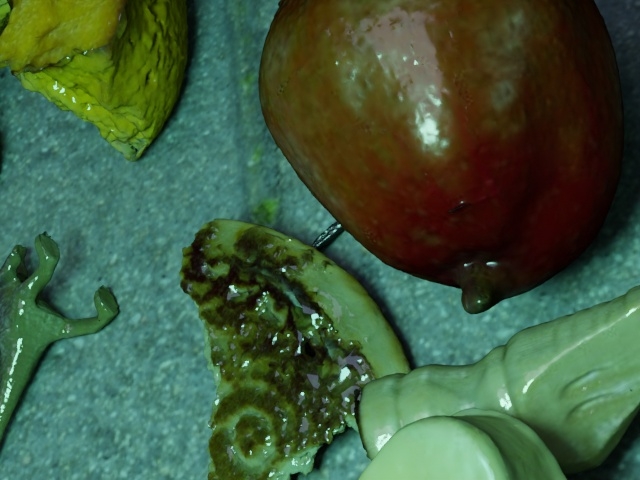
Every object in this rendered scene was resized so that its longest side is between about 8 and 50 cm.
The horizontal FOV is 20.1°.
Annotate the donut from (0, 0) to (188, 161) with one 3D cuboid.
[{"bbox_3d":[-0.316,-0.214,1.835,0.435,0.163,0.377,-18,56,27],"label":"donut"}]

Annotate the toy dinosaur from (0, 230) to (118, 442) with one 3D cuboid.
[{"bbox_3d":[-0.287,0.101,1.719,0.200,0.072,0.251,-36,63,24],"label":"toy dinosaur"}]

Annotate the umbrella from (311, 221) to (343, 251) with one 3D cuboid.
[{"bbox_3d":[0.002,0.003,1.601,0.149,0.022,0.022,-38,47,5],"label":"umbrella"}]

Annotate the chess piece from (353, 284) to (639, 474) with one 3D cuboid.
[{"bbox_3d":[0.185,0.113,1.350,0.301,0.137,0.137,-24,55,19],"label":"chess piece"}]

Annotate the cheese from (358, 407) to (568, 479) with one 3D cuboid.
[{"bbox_3d":[0.090,0.292,1.255,0.384,0.104,0.384,-1,89,36],"label":"cheese"}]

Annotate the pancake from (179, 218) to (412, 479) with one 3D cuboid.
[{"bbox_3d":[-0.044,0.122,1.548,0.266,0.057,0.244,25,93,37],"label":"pancake"}]

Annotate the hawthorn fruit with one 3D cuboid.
[{"bbox_3d":[0.109,-0.110,1.433,0.295,0.295,0.311,-38,85,10],"label":"hawthorn fruit"}]
